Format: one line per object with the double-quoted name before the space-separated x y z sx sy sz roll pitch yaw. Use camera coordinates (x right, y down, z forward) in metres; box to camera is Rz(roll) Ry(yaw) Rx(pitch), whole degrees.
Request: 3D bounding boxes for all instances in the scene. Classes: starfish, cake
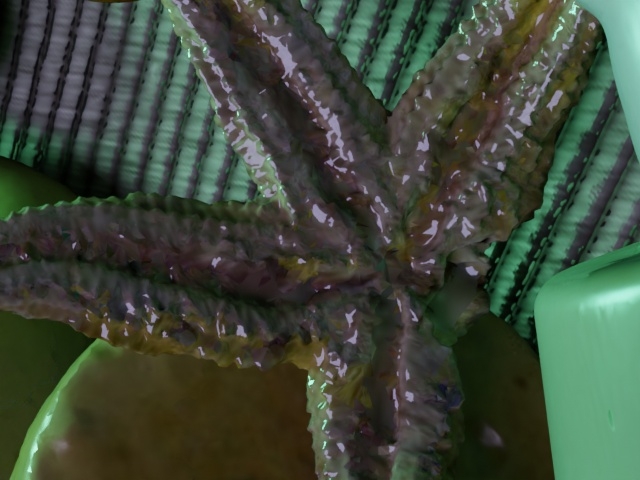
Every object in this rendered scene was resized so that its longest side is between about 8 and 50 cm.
"starfish" 0.001 -0.004 0.871 0.383 0.132 0.398 23 99 -8
"cake" -0.029 0.182 1.062 0.332 0.332 0.321 51 161 2

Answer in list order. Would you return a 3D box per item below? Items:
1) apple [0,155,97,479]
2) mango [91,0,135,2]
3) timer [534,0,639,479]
"apple" -0.238 0.081 1.204 0.279 0.279 0.279 21 129 29
"mango" -0.115 -0.249 0.954 0.175 0.139 0.254 13 117 23
"timer" 0.199 -0.044 0.754 0.291 0.291 0.315 -18 88 45
